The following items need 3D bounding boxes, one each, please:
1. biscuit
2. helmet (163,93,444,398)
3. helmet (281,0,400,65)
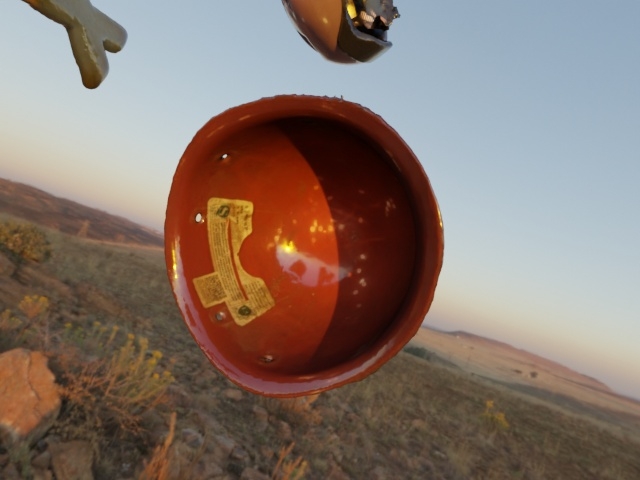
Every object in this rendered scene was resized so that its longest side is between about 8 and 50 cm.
[{"bbox_3d":[-0.429,-0.399,0.772,0.047,0.165,0.208,7,-26,14],"label":"biscuit"},{"bbox_3d":[0.000,0.000,0.575,0.384,0.338,0.230,-19,-6,31],"label":"helmet"},{"bbox_3d":[0.013,-0.391,0.697,0.253,0.199,0.154,26,-33,-36],"label":"helmet"}]
